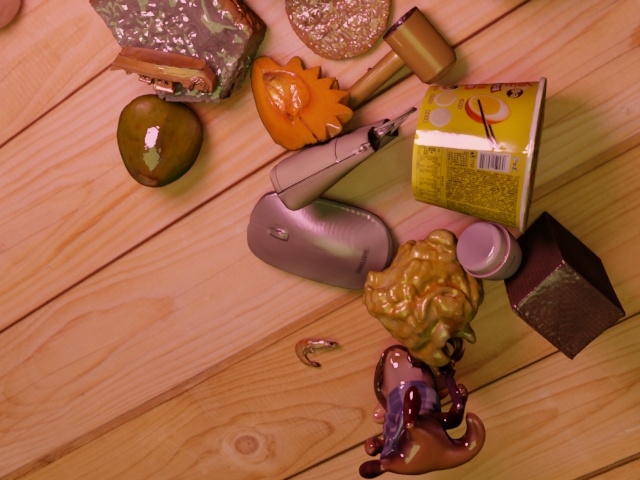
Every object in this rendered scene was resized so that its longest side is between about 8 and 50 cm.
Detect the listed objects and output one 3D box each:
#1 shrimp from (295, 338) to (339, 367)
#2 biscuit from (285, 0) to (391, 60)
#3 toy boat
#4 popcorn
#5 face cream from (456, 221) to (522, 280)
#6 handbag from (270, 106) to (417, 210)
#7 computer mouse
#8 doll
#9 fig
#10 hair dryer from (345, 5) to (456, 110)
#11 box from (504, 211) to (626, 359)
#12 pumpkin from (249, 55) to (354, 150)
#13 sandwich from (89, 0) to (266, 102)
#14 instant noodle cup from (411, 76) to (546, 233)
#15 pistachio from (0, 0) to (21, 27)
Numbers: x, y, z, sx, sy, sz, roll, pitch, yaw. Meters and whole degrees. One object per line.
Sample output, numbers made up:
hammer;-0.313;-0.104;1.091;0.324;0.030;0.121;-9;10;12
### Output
shrimp;-0.004;0.270;1.954;0.114;0.023;0.083;-9;115;17
biscuit;0.034;-0.470;1.615;0.219;0.033;0.220;3;112;7
toy boat;-0.304;-0.325;1.568;0.206;0.064;0.072;12;132;5
popcorn;0.237;0.113;1.725;0.250;0.235;0.242;-46;120;-2
face cream;0.341;0.023;1.635;0.104;0.117;0.117;24;120;-42
handbag;0.066;-0.171;1.632;0.315;0.241;0.109;-23;98;22
computer mouse;-0.001;0.002;1.799;0.330;0.095;0.197;14;111;1
doll;0.209;0.367;1.796;0.317;0.340;0.209;-27;110;9
fig;-0.344;-0.205;1.709;0.180;0.191;0.181;4;152;2
hair dryer;0.133;-0.331;1.644;0.278;0.090;0.135;-38;107;27
box;0.489;0.084;1.668;0.184;0.273;0.143;38;113;-10
pumpkin;-0.031;-0.267;1.675;0.254;0.130;0.149;50;151;24
sandwich;-0.269;-0.424;1.621;0.262;0.131;0.325;-30;108;17
instant noodle cup;0.311;-0.179;1.582;0.221;0.311;0.311;9;115;15
pistachio;-0.689;-0.537;1.633;0.152;0.126;0.223;-19;109;-21
